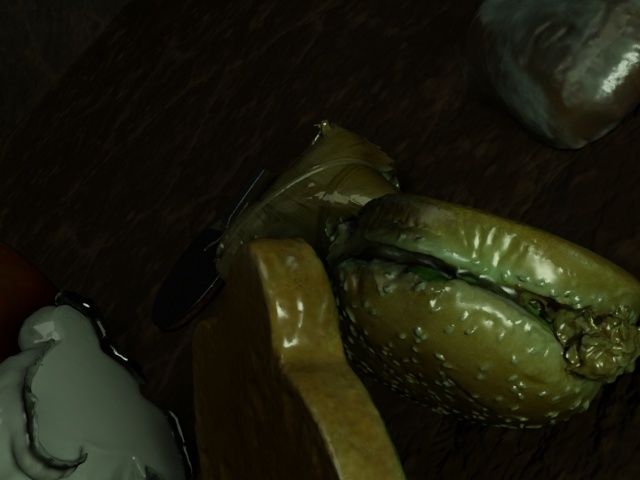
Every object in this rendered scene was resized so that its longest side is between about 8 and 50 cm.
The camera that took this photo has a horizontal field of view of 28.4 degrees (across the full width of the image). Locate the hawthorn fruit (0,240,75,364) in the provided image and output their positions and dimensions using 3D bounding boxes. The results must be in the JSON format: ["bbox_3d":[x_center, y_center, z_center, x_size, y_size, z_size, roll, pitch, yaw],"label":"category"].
[{"bbox_3d":[-0.415,0.141,1.460,0.311,0.295,0.295,34,83,42],"label":"hawthorn fruit"}]

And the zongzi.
[{"bbox_3d":[0.000,0.000,1.159,0.194,0.099,0.197,-46,31,8],"label":"zongzi"}]

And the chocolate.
[{"bbox_3d":[0.199,-0.178,1.084,0.157,0.080,0.254,-47,24,4],"label":"chocolate"}]

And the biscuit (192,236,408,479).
[{"bbox_3d":[-0.016,0.136,0.827,0.344,0.057,0.287,-163,66,-68],"label":"biscuit"}]

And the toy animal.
[{"bbox_3d":[-0.296,0.251,1.204,0.357,0.194,0.258,-46,33,28],"label":"toy animal"}]

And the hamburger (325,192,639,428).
[{"bbox_3d":[0.099,0.049,0.809,0.215,0.189,0.122,5,67,59],"label":"hamburger"}]

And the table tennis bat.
[{"bbox_3d":[-0.119,0.009,1.431,0.220,0.019,0.130,-57,26,-12],"label":"table tennis bat"}]
